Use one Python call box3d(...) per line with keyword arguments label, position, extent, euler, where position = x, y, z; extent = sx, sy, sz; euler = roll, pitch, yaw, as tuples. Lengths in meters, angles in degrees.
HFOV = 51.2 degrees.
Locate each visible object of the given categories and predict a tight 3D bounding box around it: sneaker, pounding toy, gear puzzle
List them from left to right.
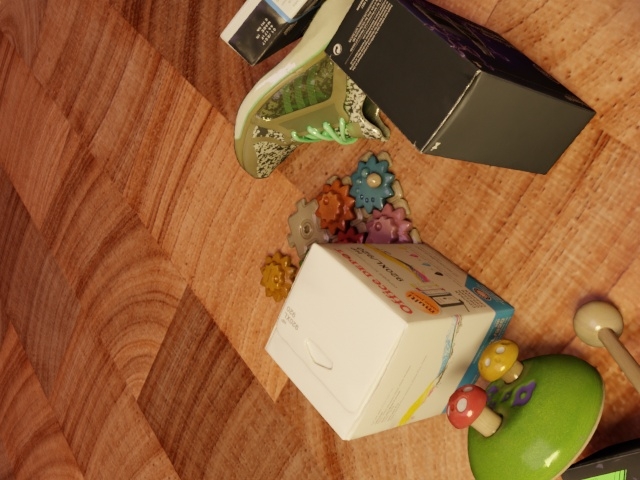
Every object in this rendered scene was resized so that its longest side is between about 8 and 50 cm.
box3d(label="gear puzzle", position=(0.000, 0.000, 1.061), extent=(0.339, 0.044, 0.176), euler=(-32, 67, 40))
box3d(label="sneaker", position=(0.016, -0.197, 0.993), extent=(0.182, 0.158, 0.410), euler=(56, 131, 12))
box3d(label="pounding toy", position=(0.221, 0.158, 0.729), extent=(0.110, 0.183, 0.237), euler=(40, 114, -5))

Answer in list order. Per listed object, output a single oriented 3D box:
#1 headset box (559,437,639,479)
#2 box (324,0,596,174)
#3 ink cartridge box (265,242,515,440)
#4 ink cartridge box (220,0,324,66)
box3d(label="headset box", position=(0.396, 0.288, 0.605), extent=(0.246, 0.131, 0.283), euler=(-33, 66, 39))
box3d(label="box", position=(0.163, -0.176, 0.751), extent=(0.103, 0.261, 0.184), euler=(-54, 56, 30))
box3d(label="ink cartridge box", position=(0.088, 0.114, 0.840), extent=(0.171, 0.232, 0.168), euler=(40, 117, 37))
box3d(label="ink cartridge box", position=(-0.019, -0.355, 0.949), extent=(0.065, 0.333, 0.165), euler=(41, 119, -9))
